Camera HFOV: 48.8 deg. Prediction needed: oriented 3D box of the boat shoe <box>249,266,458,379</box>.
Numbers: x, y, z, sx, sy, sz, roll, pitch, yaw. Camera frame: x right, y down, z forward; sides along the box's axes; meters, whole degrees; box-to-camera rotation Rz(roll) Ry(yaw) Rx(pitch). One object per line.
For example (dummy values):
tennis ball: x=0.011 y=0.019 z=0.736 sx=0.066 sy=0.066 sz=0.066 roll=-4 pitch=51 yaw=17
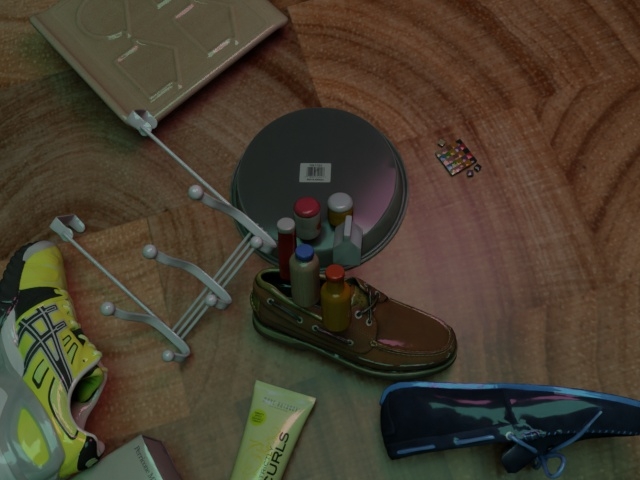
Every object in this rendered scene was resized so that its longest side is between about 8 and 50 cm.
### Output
boat shoe: x=0.046 y=0.113 z=1.001 sx=0.307 sy=0.104 sz=0.111 roll=9 pitch=45 yaw=6

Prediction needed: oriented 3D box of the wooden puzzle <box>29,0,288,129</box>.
wooden puzzle: x=-0.282 y=-0.378 z=1.255 sx=0.348 sy=0.080 sz=0.322 roll=-39 pitch=71 yaw=-16

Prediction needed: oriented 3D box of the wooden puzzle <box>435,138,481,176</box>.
wooden puzzle: x=0.222 y=-0.135 z=1.153 sx=0.049 sy=0.006 sz=0.083 roll=-30 pitch=69 yaw=-7

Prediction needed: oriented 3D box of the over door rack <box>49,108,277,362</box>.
over door rack: x=-0.253 y=-0.011 z=1.043 sx=0.324 sy=0.108 sz=0.239 roll=44 pitch=103 yaw=18

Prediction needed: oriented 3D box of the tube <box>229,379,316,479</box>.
tube: x=-0.088 y=0.317 z=0.974 sx=0.070 sy=0.062 sz=0.240 roll=33 pitch=63 yaw=-26

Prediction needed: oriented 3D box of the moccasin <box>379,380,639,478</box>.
moccasin: x=0.252 y=0.255 z=0.947 sx=0.342 sy=0.138 sz=0.117 roll=-3 pitch=72 yaw=18

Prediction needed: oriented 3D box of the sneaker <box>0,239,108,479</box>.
sneaker: x=-0.376 y=0.166 z=1.000 sx=0.147 sy=0.145 sz=0.384 roll=-7 pitch=55 yaw=-8

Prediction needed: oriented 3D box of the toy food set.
toy food set: x=0.000 y=0.000 z=0.964 sx=0.111 sy=0.104 sz=0.232 roll=4 pitch=47 yaw=6

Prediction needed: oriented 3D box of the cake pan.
cake pan: x=-0.005 y=-0.092 z=1.129 sx=0.293 sy=0.054 sz=0.293 roll=-2 pitch=68 yaw=4

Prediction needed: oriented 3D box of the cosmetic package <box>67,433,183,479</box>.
cosmetic package: x=-0.319 y=0.410 z=0.925 sx=0.309 sy=0.113 sz=0.160 roll=-33 pitch=70 yaw=-8
